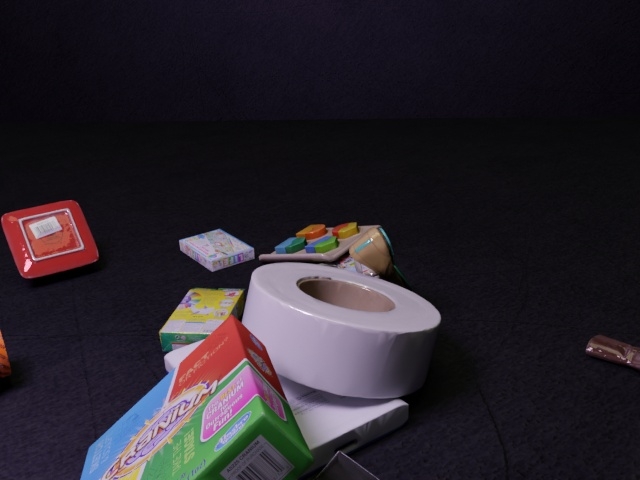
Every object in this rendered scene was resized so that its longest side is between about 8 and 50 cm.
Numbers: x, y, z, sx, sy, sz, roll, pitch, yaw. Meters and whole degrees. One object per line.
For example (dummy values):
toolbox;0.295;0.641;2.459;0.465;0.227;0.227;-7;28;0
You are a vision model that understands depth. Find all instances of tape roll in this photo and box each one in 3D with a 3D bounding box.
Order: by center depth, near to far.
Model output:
tape roll;0.028;0.122;0.994;0.286;0.100;0.286;11;12;-2

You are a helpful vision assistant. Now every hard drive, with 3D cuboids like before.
hard drive;-0.060;0.210;0.967;0.210;0.040;0.319;-17;26;-32

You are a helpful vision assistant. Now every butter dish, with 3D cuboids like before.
butter dish;-0.569;0.014;1.428;0.160;0.118;0.160;-17;70;-30

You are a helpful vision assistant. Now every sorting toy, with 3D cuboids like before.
sorting toy;0.000;0.000;1.431;0.193;0.038;0.208;-2;16;40

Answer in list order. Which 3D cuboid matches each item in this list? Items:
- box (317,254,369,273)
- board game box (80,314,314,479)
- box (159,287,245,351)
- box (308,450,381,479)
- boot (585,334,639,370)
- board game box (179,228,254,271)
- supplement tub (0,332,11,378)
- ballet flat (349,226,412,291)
box;0.005;0.085;1.274;0.207;0.036;0.114;-17;26;-32
board game box;-0.142;0.215;0.682;0.242;0.064;0.316;-43;14;-4
box;-0.198;0.132;1.177;0.105;0.043;0.179;1;25;10
box;0.061;0.334;0.480;0.322;0.079;0.257;30;33;23
boot;0.475;0.162;1.037;0.114;0.037;0.106;13;24;44
board game box;-0.227;0.019;1.477;0.103;0.026;0.154;-17;26;-32
supplement tub;-0.563;0.184;0.989;0.190;0.117;0.117;-15;25;-30
ballet flat;0.101;0.050;1.178;0.073;0.232;0.080;-32;56;1
